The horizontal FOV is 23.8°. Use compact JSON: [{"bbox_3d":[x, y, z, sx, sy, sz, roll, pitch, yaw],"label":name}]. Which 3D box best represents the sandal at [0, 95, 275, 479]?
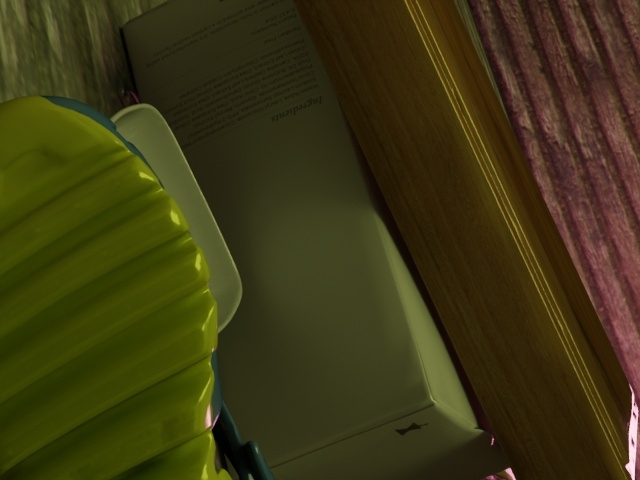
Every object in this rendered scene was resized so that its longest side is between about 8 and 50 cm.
[{"bbox_3d":[-0.089,0.083,0.693,0.138,0.126,0.317,-124,-164,-71],"label":"sandal"}]

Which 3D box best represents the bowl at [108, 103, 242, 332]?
[{"bbox_3d":[-0.106,-0.005,0.903,0.142,0.053,0.142,65,15,-9],"label":"bowl"}]

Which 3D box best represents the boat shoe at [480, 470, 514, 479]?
[{"bbox_3d":[0.127,0.232,1.374,0.207,0.073,0.073,43,29,-44],"label":"boat shoe"}]

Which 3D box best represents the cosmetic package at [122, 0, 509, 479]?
[{"bbox_3d":[0.000,0.000,1.082,0.197,0.155,0.365,42,29,-58],"label":"cosmetic package"}]

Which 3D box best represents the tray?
[{"bbox_3d":[0.106,-0.028,1.052,0.411,0.076,0.203,66,15,-3],"label":"tray"}]
